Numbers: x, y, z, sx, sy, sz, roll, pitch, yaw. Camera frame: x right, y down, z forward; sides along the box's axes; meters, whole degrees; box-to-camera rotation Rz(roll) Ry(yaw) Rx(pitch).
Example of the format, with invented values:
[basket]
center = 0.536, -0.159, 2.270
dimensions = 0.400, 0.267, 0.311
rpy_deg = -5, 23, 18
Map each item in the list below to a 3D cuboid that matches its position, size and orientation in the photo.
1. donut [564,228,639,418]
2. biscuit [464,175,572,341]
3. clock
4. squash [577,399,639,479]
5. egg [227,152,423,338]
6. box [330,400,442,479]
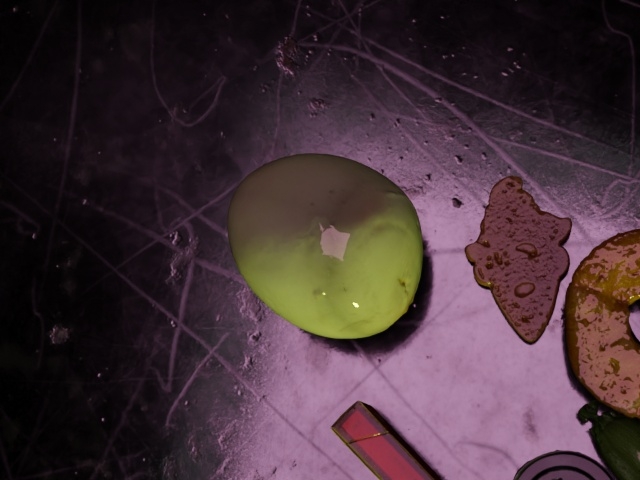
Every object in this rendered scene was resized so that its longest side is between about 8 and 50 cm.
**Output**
[donut]
center = 0.527, 0.135, 1.842
dimensions = 0.302, 0.110, 0.303
rpy_deg = -2, 80, 11
[biscuit]
center = 0.335, 0.030, 1.931
dimensions = 0.183, 0.043, 0.280
rpy_deg = -10, 82, 11
[clock]
center = 0.387, 0.426, 1.840
dimensions = 0.184, 0.040, 0.185
rpy_deg = -2, 79, 9
[squash]
center = 0.547, 0.391, 1.791
dimensions = 0.101, 0.101, 0.379
rpy_deg = -42, 73, -1
[egg]
center = 0.000, 0.000, 1.871
dimensions = 0.345, 0.283, 0.283
rpy_deg = 26, 84, 26
[box]
center = 0.129, 0.363, 1.840
dimensions = 0.074, 0.153, 0.240
rpy_deg = -46, 75, 3
